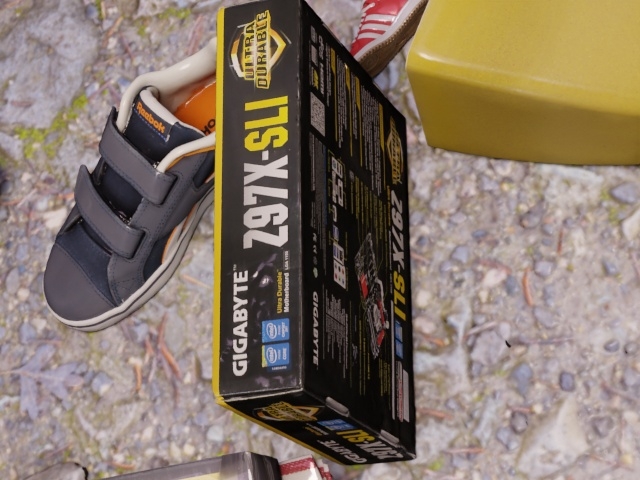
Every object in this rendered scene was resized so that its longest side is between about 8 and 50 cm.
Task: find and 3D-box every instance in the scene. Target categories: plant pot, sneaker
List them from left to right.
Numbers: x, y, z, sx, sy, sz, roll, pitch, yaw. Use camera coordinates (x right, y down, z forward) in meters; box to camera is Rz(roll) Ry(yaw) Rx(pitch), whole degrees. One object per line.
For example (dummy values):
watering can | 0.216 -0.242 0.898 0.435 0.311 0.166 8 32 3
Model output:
sneaker | -0.160 -0.061 1.366 0.126 0.127 0.321 41 91 27
sneaker | 0.044 -0.199 1.378 0.118 0.042 0.067 -46 65 -7
plant pot | 0.203 -0.174 1.223 0.187 0.212 0.212 20 79 14

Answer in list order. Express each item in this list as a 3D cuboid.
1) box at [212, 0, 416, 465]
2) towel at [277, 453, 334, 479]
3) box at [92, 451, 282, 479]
box | 0.000 0.000 1.203 0.079 0.257 0.322 -8 69 19
towel | -0.070 0.358 1.189 0.237 0.037 0.329 -15 75 10
box | -0.205 0.355 1.156 0.394 0.097 0.318 -13 76 11
